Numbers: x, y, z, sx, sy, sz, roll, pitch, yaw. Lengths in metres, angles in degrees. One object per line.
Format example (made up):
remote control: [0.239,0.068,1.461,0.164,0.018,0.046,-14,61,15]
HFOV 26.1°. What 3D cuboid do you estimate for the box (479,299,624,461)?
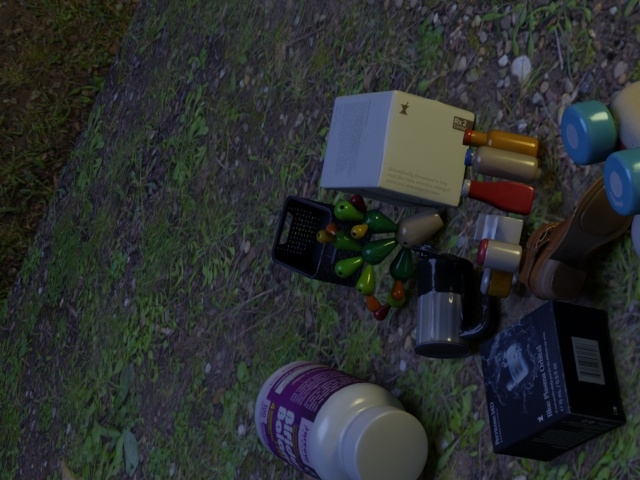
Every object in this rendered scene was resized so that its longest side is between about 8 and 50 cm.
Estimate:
box: [0.292,0.182,1.764,0.158,0.093,0.156,-41,45,48]

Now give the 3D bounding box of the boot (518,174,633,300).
boot: [0.328,-0.013,1.805,0.197,0.073,0.152,-56,11,-1]

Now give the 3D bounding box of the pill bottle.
pill bottle: [0.032,0.289,2.098,0.301,0.169,0.169,11,89,62]

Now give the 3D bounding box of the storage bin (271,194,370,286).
storage bin: [0.000,0.000,2.355,0.180,0.084,0.122,22,99,61]

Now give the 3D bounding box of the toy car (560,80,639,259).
toy car: [0.408,-0.046,1.595,0.210,0.219,0.238,-119,21,-50]

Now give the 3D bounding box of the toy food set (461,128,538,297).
toy food set: [0.232,-0.044,1.900,0.111,0.104,0.232,81,-159,-84]

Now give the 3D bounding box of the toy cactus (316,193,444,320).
toy cactus: [0.103,0.007,2.122,0.180,0.219,0.112,-29,21,1]

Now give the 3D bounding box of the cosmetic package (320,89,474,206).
cosmetic package: [0.117,-0.139,2.134,0.183,0.151,0.152,4,83,62]

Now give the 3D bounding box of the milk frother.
milk frother: [0.169,0.084,1.964,0.129,0.143,0.135,-22,58,48]
